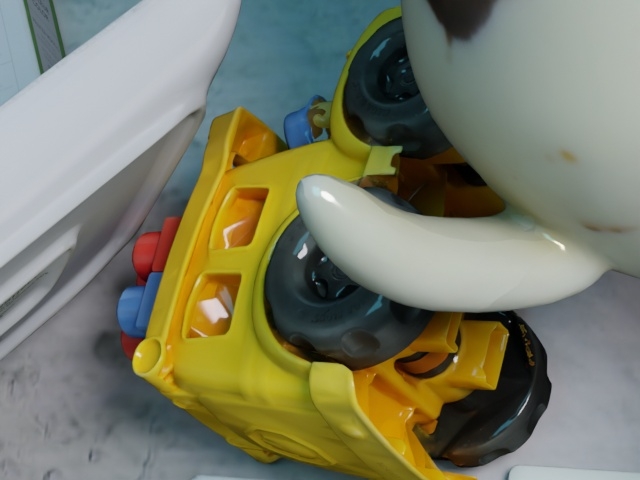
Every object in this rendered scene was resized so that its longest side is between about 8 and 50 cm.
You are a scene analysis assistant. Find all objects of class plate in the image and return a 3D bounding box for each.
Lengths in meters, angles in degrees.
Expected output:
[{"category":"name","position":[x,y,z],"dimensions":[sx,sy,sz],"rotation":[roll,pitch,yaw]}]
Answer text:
[{"category":"plate","position":[-0.149,0.016,0.820],"dimensions":[0.045,0.278,0.277],"rotation":[46,63,3]}]

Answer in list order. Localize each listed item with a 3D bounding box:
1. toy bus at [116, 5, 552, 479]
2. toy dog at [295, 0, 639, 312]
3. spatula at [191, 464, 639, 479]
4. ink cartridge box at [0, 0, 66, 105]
[{"category":"toy bus","position":[0.000,0.000,0.888],"dimensions":[0.211,0.149,0.220],"rotation":[2,64,35]},{"category":"toy dog","position":[0.099,-0.210,0.673],"dimensions":[0.395,0.408,0.284],"rotation":[-32,34,-1]},{"category":"spatula","position":[0.042,0.179,0.852],"dimensions":[0.242,0.019,0.168],"rotation":[1,68,17]},{"category":"ink cartridge box","position":[-0.201,-0.107,1.028],"dimensions":[0.109,0.062,0.209],"rotation":[-21,62,7]}]
